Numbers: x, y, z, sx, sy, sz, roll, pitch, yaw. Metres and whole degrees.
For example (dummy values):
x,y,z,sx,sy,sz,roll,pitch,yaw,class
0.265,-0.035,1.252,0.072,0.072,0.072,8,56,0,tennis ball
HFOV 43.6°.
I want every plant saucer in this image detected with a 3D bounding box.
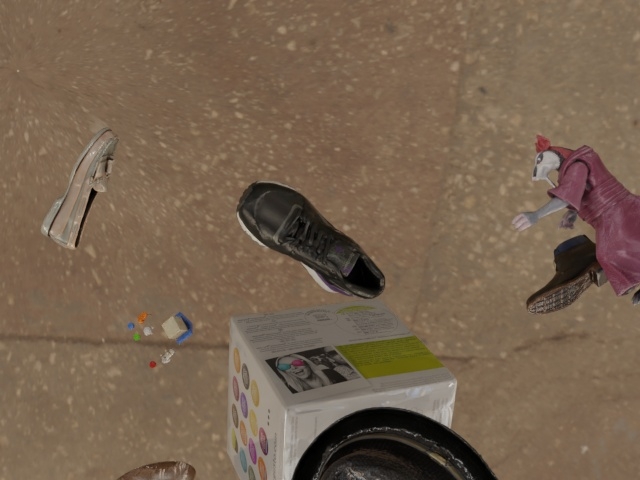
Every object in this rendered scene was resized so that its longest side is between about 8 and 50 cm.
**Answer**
x,y,z,sx,sy,sz,roll,pitch,yaw,class
-0.379,0.569,1.825,0.199,0.036,0.198,-13,142,-10,plant saucer

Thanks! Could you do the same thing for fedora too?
x,y,z,sx,sy,sz,roll,pitch,yaw,class
0.097,0.388,1.072,0.334,0.152,0.334,-3,78,13,fedora

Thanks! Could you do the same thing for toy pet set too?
x,y,z,sx,sy,sz,roll,pitch,yaw,class
-0.351,0.210,1.805,0.114,0.065,0.122,-37,70,11,toy pet set

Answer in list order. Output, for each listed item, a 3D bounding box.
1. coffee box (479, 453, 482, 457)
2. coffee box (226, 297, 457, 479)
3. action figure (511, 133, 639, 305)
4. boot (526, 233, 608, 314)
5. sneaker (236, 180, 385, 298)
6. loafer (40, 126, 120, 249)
x,y,z,sx,sy,sz,roll,pitch,yaw,class
0.270,0.506,1.508,0.184,0.040,0.113,-55,137,-44,coffee box
0.022,0.347,1.571,0.338,0.334,0.337,-6,116,-22,coffee box
0.547,-0.073,1.531,0.276,0.248,0.370,-42,83,32,action figure
0.503,0.070,1.664,0.219,0.106,0.082,-26,137,-8,boot
0.000,0.000,1.249,0.283,0.124,0.107,36,79,-36,sneaker
-0.225,-0.049,0.779,0.039,0.045,0.125,35,101,5,loafer
